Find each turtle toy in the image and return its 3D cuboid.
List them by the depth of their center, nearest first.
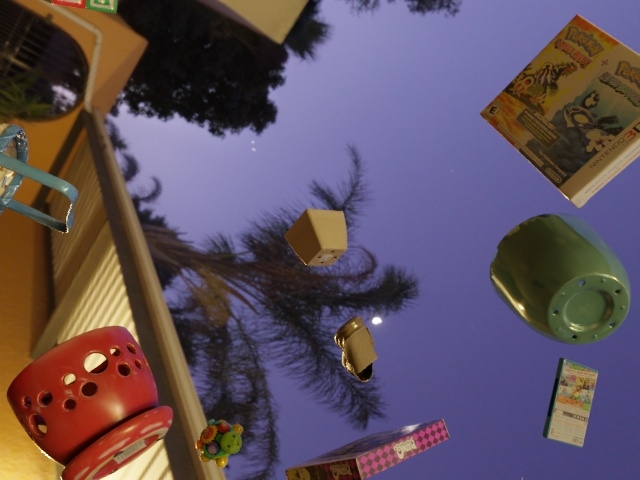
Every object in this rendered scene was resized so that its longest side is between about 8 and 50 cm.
[{"bbox_3d":[-0.212,0.425,1.149,0.130,0.066,0.095,-2,-132,38],"label":"turtle toy"}]

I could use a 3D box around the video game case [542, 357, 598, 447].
[{"bbox_3d":[0.526,0.341,1.135,0.015,0.119,0.166,-1,-110,62],"label":"video game case"}]

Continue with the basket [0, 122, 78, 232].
[{"bbox_3d":[-0.637,-0.118,1.084,0.255,0.289,0.201,-32,-149,57],"label":"basket"}]

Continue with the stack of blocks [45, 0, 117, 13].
[{"bbox_3d":[-0.381,-0.422,0.707,0.297,0.087,0.171,29,-63,30],"label":"stack of blocks"}]

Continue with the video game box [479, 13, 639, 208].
[{"bbox_3d":[0.352,-0.179,0.737,0.187,0.048,0.205,-46,-128,19],"label":"video game box"}]

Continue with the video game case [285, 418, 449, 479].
[{"bbox_3d":[0.085,0.392,0.990,0.210,0.232,0.041,-34,-112,46],"label":"video game case"}]

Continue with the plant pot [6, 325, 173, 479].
[{"bbox_3d":[-0.333,0.250,0.802,0.191,0.191,0.174,-45,-109,24],"label":"plant pot"}]

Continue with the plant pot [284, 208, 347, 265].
[{"bbox_3d":[0.000,0.000,1.238,0.109,0.109,0.096,-47,-126,40],"label":"plant pot"}]

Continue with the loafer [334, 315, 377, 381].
[{"bbox_3d":[0.060,0.166,0.818,0.056,0.148,0.050,-36,-125,-15],"label":"loafer"}]

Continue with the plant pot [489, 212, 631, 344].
[{"bbox_3d":[0.588,0.109,1.292,0.293,0.293,0.235,-51,-165,17],"label":"plant pot"}]
